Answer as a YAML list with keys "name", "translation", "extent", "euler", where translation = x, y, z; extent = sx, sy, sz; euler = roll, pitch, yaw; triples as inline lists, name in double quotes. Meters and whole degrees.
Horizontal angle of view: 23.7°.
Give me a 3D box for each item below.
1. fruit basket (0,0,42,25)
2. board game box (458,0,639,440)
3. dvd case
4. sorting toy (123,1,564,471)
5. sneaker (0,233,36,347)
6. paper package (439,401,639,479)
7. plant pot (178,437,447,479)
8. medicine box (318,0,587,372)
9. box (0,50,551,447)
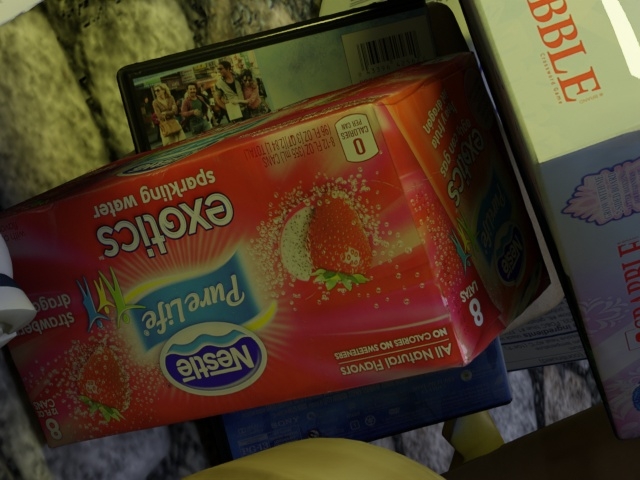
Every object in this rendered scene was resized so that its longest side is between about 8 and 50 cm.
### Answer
- name: "fruit basket"
  translation: [-0.226, -0.178, 0.553]
  extent: [0.327, 0.165, 0.353]
  euler: [35, 31, -3]
- name: "board game box"
  translation: [0.111, -0.099, 0.759]
  extent: [0.318, 0.066, 0.318]
  euler: [59, 13, -59]
- name: "dvd case"
  translation: [0.000, 0.000, 0.887]
  extent: [0.022, 0.180, 0.253]
  euler: [-121, -164, -76]
- name: "sorting toy"
  translation: [0.040, 0.037, 0.937]
  extent: [0.307, 0.229, 0.041]
  euler: [64, -7, -18]
- name: "sneaker"
  translation: [-0.230, 0.006, 0.646]
  extent: [0.235, 0.090, 0.094]
  euler: [10, 54, -56]
- name: "paper package"
  translation: [0.147, 0.287, 0.843]
  extent: [0.168, 0.309, 0.324]
  euler: [41, 30, -41]
- name: "plant pot"
  translation: [-0.076, 0.265, 0.607]
  extent: [0.280, 0.323, 0.323]
  euler: [-9, 85, -40]
- name: "medicine box"
  translation: [0.130, -0.083, 1.144]
  extent: [0.289, 0.149, 0.263]
  euler: [43, 45, -41]
- name: "box"
  translation: [-0.034, 0.008, 0.764]
  extent: [0.123, 0.257, 0.128]
  euler: [-35, 108, -57]
